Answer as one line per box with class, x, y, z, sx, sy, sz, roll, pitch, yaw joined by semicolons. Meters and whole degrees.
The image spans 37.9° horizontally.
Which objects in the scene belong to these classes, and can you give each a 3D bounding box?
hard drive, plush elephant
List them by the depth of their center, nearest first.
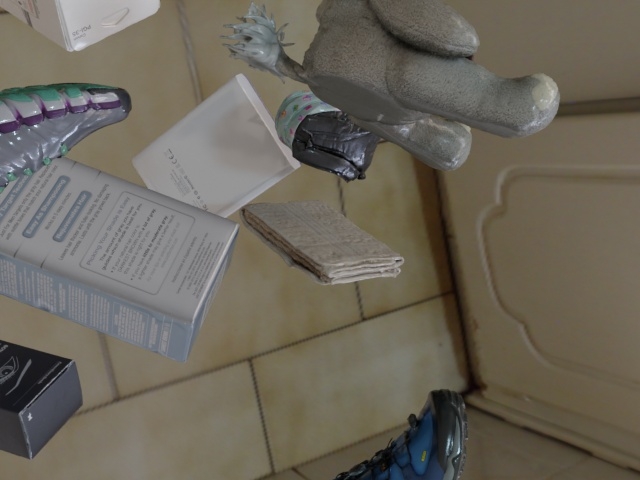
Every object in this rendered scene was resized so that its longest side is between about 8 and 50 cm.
plush elephant;0.090;-0.254;0.988;0.330;0.272;0.255;21;81;-4
hard drive;-0.212;-0.155;1.848;0.210;0.319;0.040;58;31;-1

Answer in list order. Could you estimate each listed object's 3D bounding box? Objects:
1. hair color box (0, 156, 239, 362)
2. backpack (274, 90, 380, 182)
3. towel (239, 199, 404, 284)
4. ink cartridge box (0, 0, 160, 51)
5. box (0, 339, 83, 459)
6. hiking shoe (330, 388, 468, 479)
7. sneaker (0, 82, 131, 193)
hair color box;-0.324;0.008;1.300;0.374;0.113;0.185;21;52;0
backpack;0.012;-0.189;1.624;0.182;0.115;0.152;3;118;-34
towel;0.000;0.000;1.675;0.187;0.282;0.049;-5;119;-36
ink cartridge box;-0.455;-0.476;1.671;0.207;0.283;0.117;-36;144;-29
box;-0.542;0.266;1.605;0.153;0.207;0.108;-50;147;-51
hiking shoe;0.070;0.302;1.096;0.132;0.113;0.304;23;102;-8
sneaker;-0.251;-0.065;0.723;0.224;0.083;0.098;-15;109;-32
